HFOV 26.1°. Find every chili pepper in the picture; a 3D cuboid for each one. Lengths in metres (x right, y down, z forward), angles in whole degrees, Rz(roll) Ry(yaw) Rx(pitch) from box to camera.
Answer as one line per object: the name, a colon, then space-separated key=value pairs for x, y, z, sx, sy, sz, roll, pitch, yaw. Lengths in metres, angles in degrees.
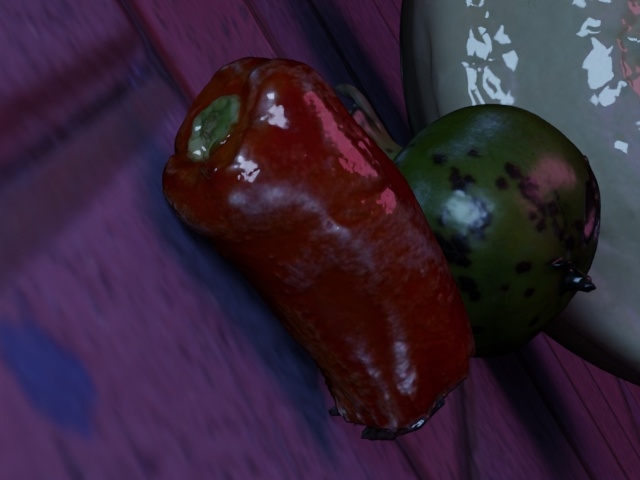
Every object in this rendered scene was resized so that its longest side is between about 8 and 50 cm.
chili pepper: x=0.000 y=0.000 z=0.446 sx=0.123 sy=0.070 sz=0.073 roll=57 pitch=28 yaw=-29

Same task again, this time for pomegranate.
pomegranate: x=0.058 y=-0.015 z=0.644 sx=0.161 sy=0.122 sz=0.122 roll=36 pitch=4 yaw=18

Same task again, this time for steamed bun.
steamed bun: x=0.216 y=-0.079 z=0.998 sx=0.456 sy=0.290 sz=0.371 roll=59 pitch=-4 yaw=2
